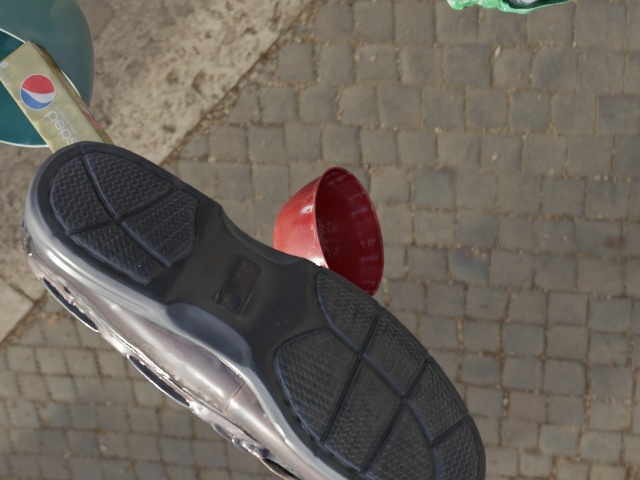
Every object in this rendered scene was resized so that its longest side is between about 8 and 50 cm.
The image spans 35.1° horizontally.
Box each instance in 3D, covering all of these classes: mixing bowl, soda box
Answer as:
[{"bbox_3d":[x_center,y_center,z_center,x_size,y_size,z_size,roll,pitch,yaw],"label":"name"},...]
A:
[{"bbox_3d":[0.000,0.000,1.350,0.098,0.181,0.181,-14,112,28],"label":"mixing bowl"},{"bbox_3d":[-0.330,-0.160,1.278,0.061,0.058,0.181,-36,89,3],"label":"soda box"}]

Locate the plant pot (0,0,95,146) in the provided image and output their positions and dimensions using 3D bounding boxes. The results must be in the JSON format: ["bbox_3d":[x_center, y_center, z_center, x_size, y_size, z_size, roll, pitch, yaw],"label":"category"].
[{"bbox_3d":[-0.454,-0.301,1.481,0.290,0.195,0.290,11,150,6],"label":"plant pot"}]

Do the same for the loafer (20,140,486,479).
[{"bbox_3d":[-0.042,0.062,0.585,0.302,0.109,0.095,38,143,-5],"label":"loafer"}]

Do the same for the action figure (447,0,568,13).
[{"bbox_3d":[0.198,-0.221,0.733,0.232,0.137,0.063,-24,133,1],"label":"action figure"}]
